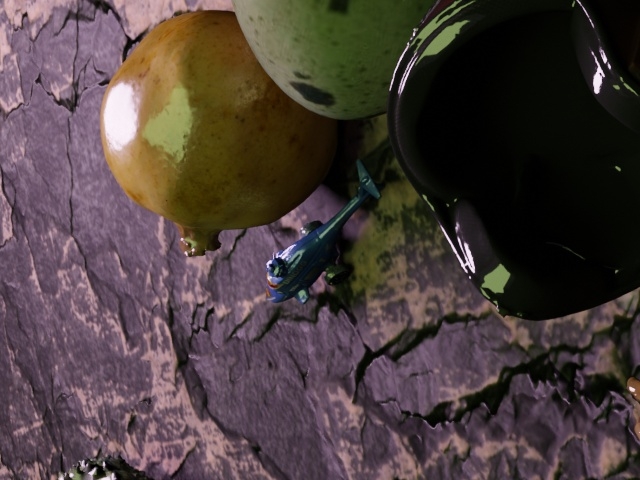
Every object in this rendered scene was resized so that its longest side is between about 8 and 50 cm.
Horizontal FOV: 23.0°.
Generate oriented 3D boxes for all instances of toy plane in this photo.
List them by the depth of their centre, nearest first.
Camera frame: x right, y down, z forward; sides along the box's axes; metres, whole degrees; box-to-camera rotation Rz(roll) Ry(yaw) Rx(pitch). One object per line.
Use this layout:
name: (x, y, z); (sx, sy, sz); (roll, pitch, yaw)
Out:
toy plane: (0.000, 0.000, 1.247); (0.167, 0.062, 0.054); (-47, 62, 37)

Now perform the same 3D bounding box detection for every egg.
egg: (0.025, -0.174, 1.020); (0.177, 0.177, 0.228); (51, 154, 31)

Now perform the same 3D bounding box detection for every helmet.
helmet: (0.147, -0.070, 0.914); (0.216, 0.193, 0.189); (26, 128, -5)

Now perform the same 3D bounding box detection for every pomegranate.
pomegranate: (-0.079, -0.080, 1.222); (0.196, 0.196, 0.196); (19, 115, 49)

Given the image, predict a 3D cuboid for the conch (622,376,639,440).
conch: (0.283, 0.155, 0.904); (0.330, 0.093, 0.109); (-132, 24, -62)

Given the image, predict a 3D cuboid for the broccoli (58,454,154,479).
broccoli: (-0.213, 0.308, 1.521); (0.226, 0.176, 0.198); (27, 130, 28)
